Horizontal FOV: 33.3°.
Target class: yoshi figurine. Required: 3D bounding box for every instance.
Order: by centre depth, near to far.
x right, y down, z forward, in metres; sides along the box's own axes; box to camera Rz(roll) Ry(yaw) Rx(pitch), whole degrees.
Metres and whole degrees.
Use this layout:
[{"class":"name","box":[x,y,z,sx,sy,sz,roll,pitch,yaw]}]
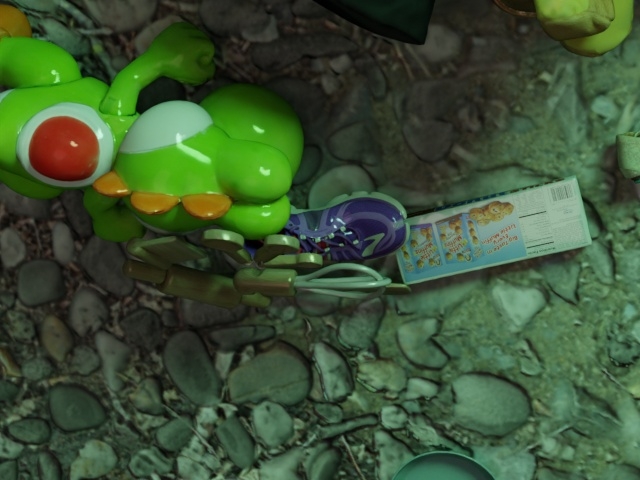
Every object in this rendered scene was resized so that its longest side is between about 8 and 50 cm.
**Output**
[{"class":"yoshi figurine","box":[-0.167,-0.098,0.984,0.362,0.203,0.203,20,70,21]}]

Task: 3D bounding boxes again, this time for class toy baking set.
[{"class":"toy baking set","box":[-0.049,0.037,0.967,0.196,0.256,0.030,-10,69,45]}]

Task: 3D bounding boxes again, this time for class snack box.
[{"class":"snack box","box":[0.155,-0.008,0.990,0.178,0.022,0.064,-13,102,16]}]

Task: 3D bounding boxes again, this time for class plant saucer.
[{"class":"plant saucer","box":[0.127,0.262,1.079,0.119,0.021,0.119,3,107,12]}]

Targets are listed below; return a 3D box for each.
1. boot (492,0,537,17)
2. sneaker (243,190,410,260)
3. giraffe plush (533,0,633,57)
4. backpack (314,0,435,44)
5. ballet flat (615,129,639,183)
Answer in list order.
[{"class":"boot","box":[0.271,-0.257,0.842,0.305,0.115,0.112,-18,104,18]},{"class":"sneaker","box":[0.000,0.000,0.994,0.169,0.071,0.068,-7,107,21]},{"class":"giraffe plush","box":[0.226,-0.246,0.729,0.170,0.181,0.210,-12,114,24]},{"class":"backpack","box":[0.021,-0.378,0.798,0.290,0.273,0.356,37,99,30]},{"class":"ballet flat","box":[0.333,-0.098,0.908,0.168,0.057,0.052,-20,92,17]}]
